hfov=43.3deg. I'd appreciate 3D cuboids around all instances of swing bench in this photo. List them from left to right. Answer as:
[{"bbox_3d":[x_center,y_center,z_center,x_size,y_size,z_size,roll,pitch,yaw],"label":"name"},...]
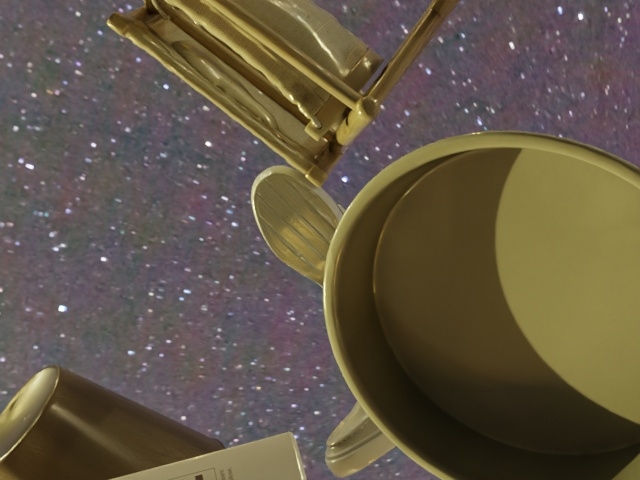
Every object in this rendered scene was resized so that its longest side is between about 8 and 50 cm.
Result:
[{"bbox_3d":[-0.048,-0.193,0.734,0.253,0.254,0.165,37,-110,-3],"label":"swing bench"}]

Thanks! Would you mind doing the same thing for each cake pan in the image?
[{"bbox_3d":[0.143,0.059,0.570,0.293,0.054,0.293,12,-63,24],"label":"cake pan"}]

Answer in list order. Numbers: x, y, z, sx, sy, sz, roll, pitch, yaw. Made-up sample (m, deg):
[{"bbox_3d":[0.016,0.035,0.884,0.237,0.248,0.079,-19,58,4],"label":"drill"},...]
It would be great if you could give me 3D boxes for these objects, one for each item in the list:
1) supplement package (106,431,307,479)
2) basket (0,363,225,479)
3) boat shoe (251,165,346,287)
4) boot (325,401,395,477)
[{"bbox_3d":[-0.115,0.254,0.414,0.263,0.199,0.198,-13,-123,-10],"label":"supplement package"},{"bbox_3d":[-0.238,0.251,0.882,0.154,0.227,0.204,-31,-150,32],"label":"basket"},{"bbox_3d":[0.000,0.000,0.876,0.083,0.226,0.075,-30,-150,11],"label":"boat shoe"},{"bbox_3d":[0.077,0.119,0.848,0.258,0.095,0.123,-41,-83,-16],"label":"boot"}]
